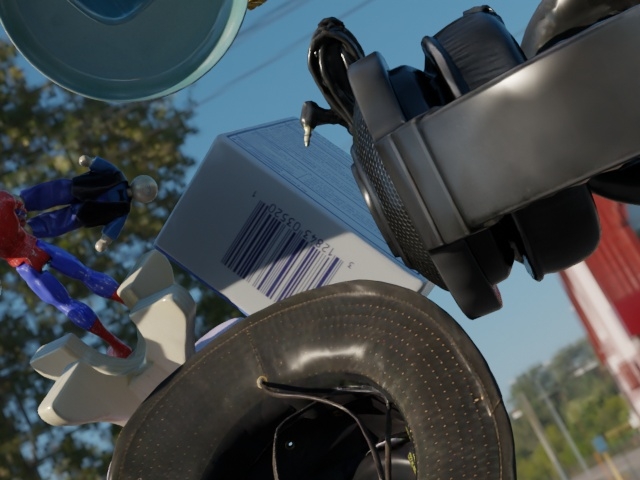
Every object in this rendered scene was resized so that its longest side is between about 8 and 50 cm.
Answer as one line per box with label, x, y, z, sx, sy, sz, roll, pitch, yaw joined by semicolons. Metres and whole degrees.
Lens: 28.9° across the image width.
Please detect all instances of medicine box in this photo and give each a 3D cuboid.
medicine box;0.000;0.000;1.395;0.149;0.263;0.289;-56;-7;16

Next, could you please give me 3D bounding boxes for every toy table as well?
toy table;-0.191;0.144;1.374;0.252;0.161;0.274;-30;23;28

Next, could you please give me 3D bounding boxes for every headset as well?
headset;0.103;-0.082;0.590;0.243;0.185;0.394;-26;-1;-22

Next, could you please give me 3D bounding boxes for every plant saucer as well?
plant saucer;-0.244;-0.328;1.525;0.318;0.317;0.044;-25;12;-11

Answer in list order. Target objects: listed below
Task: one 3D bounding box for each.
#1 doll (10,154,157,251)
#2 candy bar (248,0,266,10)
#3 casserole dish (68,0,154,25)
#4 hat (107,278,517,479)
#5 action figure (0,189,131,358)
doll;-0.303;-0.046;1.624;0.189;0.129;0.046;-17;5;-22
candy bar;-0.045;-0.379;1.737;0.161;0.018;0.040;-43;-10;5
casserole dish;-0.112;-0.181;0.608;0.114;0.037;0.188;-52;-24;-1
hat;0.006;0.195;0.898;0.331;0.331;0.134;-32;-34;16
action figure;-0.332;0.024;1.409;0.139;0.280;0.091;8;61;52
